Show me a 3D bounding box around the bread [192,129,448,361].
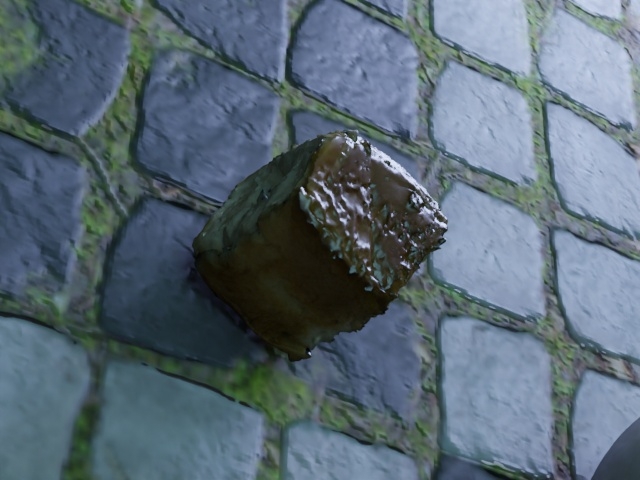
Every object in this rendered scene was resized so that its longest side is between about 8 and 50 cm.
[{"bbox_3d":[0.000,-0.002,0.593,0.070,0.083,0.077,49,47,-14],"label":"bread"}]

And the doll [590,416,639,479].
[{"bbox_3d":[0.227,0.134,0.597,0.221,0.251,0.221,47,4,-5],"label":"doll"}]
